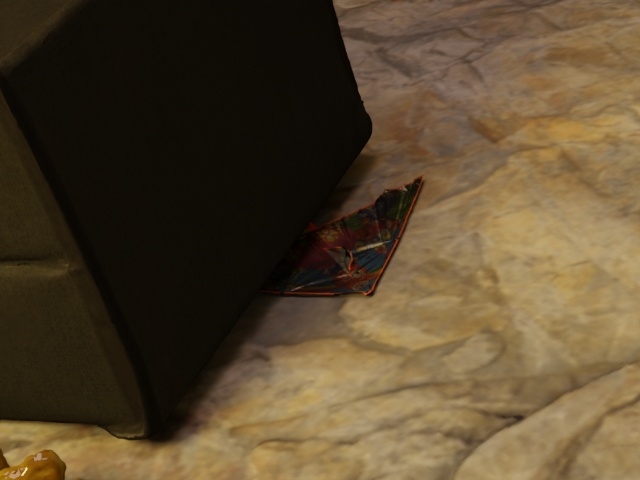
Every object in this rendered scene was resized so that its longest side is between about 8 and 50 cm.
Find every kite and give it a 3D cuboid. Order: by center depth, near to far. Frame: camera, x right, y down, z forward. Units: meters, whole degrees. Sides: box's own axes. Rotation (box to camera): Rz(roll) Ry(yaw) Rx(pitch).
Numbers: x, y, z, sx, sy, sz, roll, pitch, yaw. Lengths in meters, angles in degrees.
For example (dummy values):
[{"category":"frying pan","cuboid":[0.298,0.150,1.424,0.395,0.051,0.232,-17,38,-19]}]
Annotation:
[{"category":"kite","cuboid":[0.000,0.000,1.058,0.190,0.010,0.159,-25,32,-15]}]

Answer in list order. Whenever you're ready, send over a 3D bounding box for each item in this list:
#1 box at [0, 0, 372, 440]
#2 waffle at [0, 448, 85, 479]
[{"category":"box","cuboid":[-0.147,-0.080,1.009,0.205,0.251,0.345,0,35,30]},{"category":"waffle","cuboid":[-0.250,0.220,0.777,0.260,0.069,0.293,1,38,29]}]
